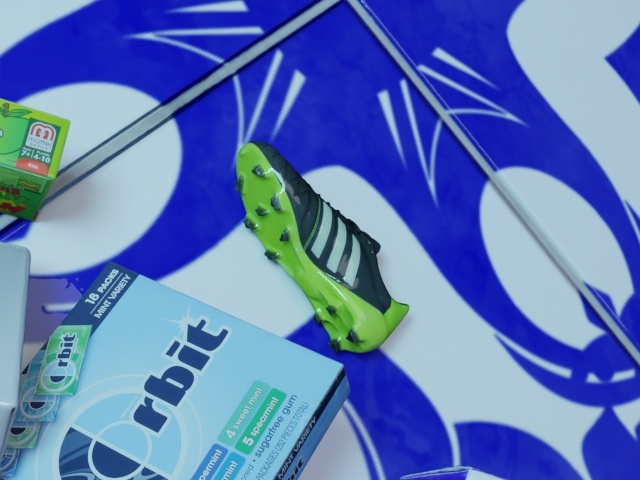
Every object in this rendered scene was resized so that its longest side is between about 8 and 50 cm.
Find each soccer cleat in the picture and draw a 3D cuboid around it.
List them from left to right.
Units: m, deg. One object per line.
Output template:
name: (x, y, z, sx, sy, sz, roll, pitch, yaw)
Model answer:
soccer cleat: (0.000, 0.000, 0.757, 0.072, 0.060, 0.179, -36, 96, -38)

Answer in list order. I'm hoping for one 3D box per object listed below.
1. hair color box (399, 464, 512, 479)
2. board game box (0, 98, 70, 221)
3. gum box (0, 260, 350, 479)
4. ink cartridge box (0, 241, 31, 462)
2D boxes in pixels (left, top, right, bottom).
hair color box: (0.121, 0.341, 0.671, 0.185, 0.110, 0.338, 22, 65, -18)
board game box: (-0.258, -0.068, 0.640, 0.181, 0.092, 0.043, 17, 68, -18)
gum box: (-0.100, 0.112, 0.628, 0.184, 0.041, 0.157, 21, 61, 23)
ink cartridge box: (-0.309, 0.080, 0.519, 0.296, 0.066, 0.261, 11, 37, -20)
